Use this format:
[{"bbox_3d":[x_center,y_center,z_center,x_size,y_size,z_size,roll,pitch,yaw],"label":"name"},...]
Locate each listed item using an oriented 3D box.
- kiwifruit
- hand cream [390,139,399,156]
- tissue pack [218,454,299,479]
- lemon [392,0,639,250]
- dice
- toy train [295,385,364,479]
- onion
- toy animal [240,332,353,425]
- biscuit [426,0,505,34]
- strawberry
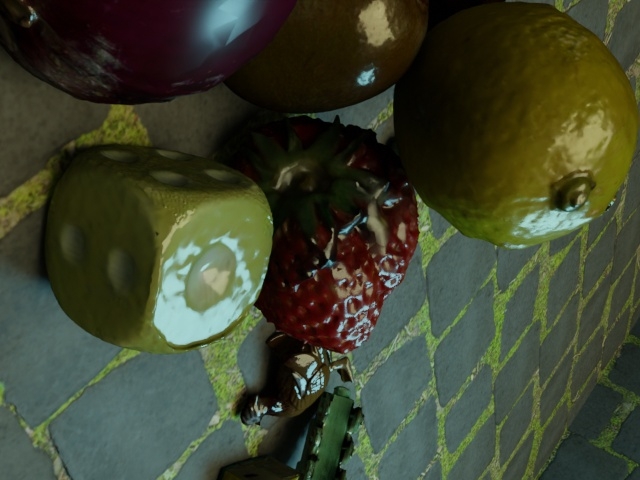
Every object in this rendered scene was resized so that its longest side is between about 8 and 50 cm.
[{"bbox_3d":[-0.002,-0.227,0.851,0.196,0.234,0.196,-4,90,-69],"label":"kiwifruit"},{"bbox_3d":[0.090,-0.053,1.275,0.271,0.058,0.091,-61,159,-1],"label":"hand cream"},{"bbox_3d":[-0.109,0.424,1.256,0.120,0.082,0.169,3,108,-55],"label":"tissue pack"},{"bbox_3d":[0.204,-0.128,0.894,0.260,0.284,0.260,-3,103,-11],"label":"lemon"},{"bbox_3d":[-0.162,0.004,0.830,0.166,0.169,0.169,-7,116,-53],"label":"dice"},{"bbox_3d":[0.008,0.336,1.337,0.125,0.081,0.194,133,-26,-65],"label":"toy train"},{"bbox_3d":[-0.125,-0.262,0.645,0.282,0.260,0.336,-34,135,-48],"label":"onion"},{"bbox_3d":[-0.041,0.190,1.216,0.179,0.089,0.188,-19,130,-34],"label":"toy animal"},{"bbox_3d":[0.213,-0.386,1.104,0.407,0.091,0.407,22,90,-79],"label":"biscuit"},{"bbox_3d":[0.000,0.000,1.014,0.250,0.238,0.288,-52,153,-14],"label":"strawberry"}]
